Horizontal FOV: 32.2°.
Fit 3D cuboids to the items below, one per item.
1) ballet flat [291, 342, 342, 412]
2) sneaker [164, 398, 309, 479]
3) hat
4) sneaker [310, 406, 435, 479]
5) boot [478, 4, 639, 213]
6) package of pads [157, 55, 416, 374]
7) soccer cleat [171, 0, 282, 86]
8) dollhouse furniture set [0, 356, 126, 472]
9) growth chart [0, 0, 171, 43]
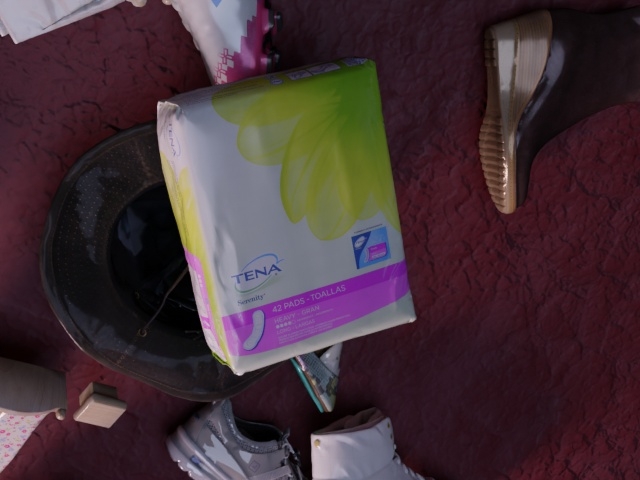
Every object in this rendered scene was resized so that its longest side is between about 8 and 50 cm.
[{"bbox_3d":[-0.023,0.120,1.382,0.079,0.077,0.221,-37,112,-4],"label":"ballet flat"},{"bbox_3d":[-0.060,0.298,1.422,0.281,0.105,0.115,38,92,-28],"label":"sneaker"},{"bbox_3d":[-0.152,0.010,1.256,0.331,0.134,0.331,-4,102,-17],"label":"hat"},{"bbox_3d":[0.100,0.306,1.470,0.292,0.108,0.169,8,78,-46],"label":"sneaker"},{"bbox_3d":[0.304,-0.160,1.355,0.207,0.090,0.248,-7,109,-12],"label":"boot"},{"bbox_3d":[-0.038,-0.027,1.162,0.229,0.101,0.296,-16,106,-19],"label":"package of pads"},{"bbox_3d":[-0.116,-0.274,1.187,0.143,0.116,0.331,2,113,4],"label":"soccer cleat"},{"bbox_3d":[-0.439,0.280,1.233,0.355,0.174,0.303,19,128,-34],"label":"dollhouse furniture set"},{"bbox_3d":[-0.287,-0.298,1.161,0.237,0.021,0.172,-19,115,-9],"label":"growth chart"}]
